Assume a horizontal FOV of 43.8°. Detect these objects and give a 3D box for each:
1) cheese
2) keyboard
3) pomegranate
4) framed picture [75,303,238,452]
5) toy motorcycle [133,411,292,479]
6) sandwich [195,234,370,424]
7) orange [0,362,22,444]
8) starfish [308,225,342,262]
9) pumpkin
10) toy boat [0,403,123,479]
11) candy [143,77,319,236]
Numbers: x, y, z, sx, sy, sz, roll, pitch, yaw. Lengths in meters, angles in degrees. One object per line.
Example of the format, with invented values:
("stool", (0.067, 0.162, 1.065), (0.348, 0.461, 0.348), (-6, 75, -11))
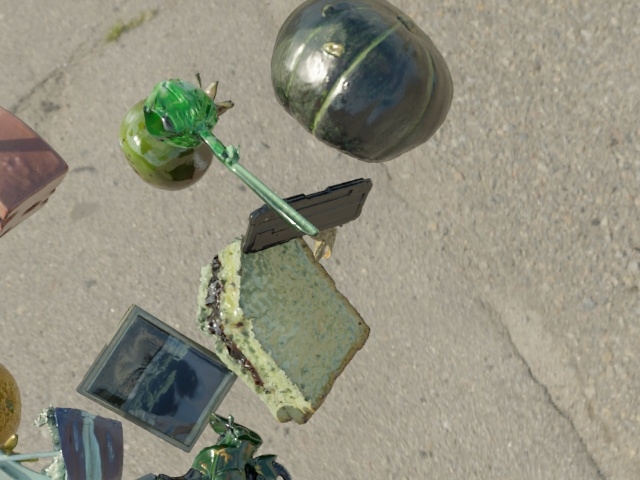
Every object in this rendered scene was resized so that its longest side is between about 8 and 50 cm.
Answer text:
("cheese", (-0.459, -0.085, 1.168), (0.177, 0.203, 0.128), (16, 47, 42))
("keyboard", (-0.019, -0.045, 1.336), (0.262, 0.106, 0.016), (-18, 55, -37))
("pomegranate", (-0.258, -0.200, 1.461), (0.224, 0.181, 0.181), (-41, 60, -4))
("framed picture", (-0.294, 0.257, 1.470), (0.189, 0.260, 0.023), (-57, 26, -9))
("toy motorcycle", (-0.194, 0.387, 1.293), (0.275, 0.125, 0.187), (-19, 64, -21))
("sandwich", (-0.079, 0.138, 1.454), (0.131, 0.325, 0.262), (-29, 14, 41))
("orange", (-0.626, 0.287, 1.333), (0.236, 0.236, 0.236), (-6, 60, 10))
("starfish", (0.001, 0.002, 1.758), (0.050, 0.247, 0.138), (31, 59, 20))
("pumpkin", (0.072, -0.277, 1.336), (0.323, 0.323, 0.241), (47, 113, 30))
("toy boat", (-0.357, 0.253, 0.830), (0.291, 0.220, 0.067), (-4, 46, -22))
("candy", (-0.113, -0.103, 1.035), (0.097, 0.097, 0.323), (-42, 66, -12))
